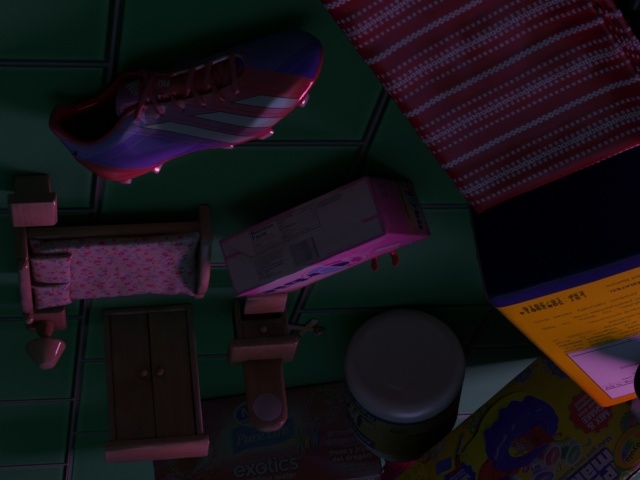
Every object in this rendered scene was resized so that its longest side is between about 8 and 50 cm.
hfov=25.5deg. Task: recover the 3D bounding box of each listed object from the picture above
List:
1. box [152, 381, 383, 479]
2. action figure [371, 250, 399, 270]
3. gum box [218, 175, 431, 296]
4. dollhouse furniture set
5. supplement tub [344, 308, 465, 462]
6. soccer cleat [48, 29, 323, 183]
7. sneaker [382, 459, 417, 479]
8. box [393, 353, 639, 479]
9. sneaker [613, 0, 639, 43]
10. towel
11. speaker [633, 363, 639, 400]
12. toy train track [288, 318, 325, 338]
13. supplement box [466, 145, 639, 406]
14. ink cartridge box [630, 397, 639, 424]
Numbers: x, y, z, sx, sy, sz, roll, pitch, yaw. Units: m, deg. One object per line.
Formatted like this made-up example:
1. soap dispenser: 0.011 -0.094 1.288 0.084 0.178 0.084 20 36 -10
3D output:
1. box: -0.071 0.296 1.914 0.300 0.142 0.154 -8 153 0
2. action figure: 0.059 0.000 1.506 0.038 0.030 0.115 -9 151 11
3. gum box: 0.000 0.000 1.416 0.188 0.062 0.107 -22 169 25
4. dollhouse furniture set: -0.156 0.087 1.459 0.303 0.173 0.355 -3 153 -9
5. supplement tub: 0.101 0.185 1.744 0.144 0.144 0.199 -7 152 -2
6. soccer cleat: -0.113 -0.118 1.182 0.248 0.083 0.095 -21 146 29
7. sneaker: 0.148 0.300 2.042 0.111 0.103 0.252 -37 149 -28
8. box: 0.251 0.282 1.742 0.290 0.177 0.279 -40 168 -3
9. sneaker: 0.232 -0.162 1.181 0.296 0.104 0.146 6 123 21
10. towel: 0.136 -0.151 1.109 0.199 0.031 0.275 -23 121 28
11. speaker: 0.378 0.152 1.424 0.136 0.055 0.055 16 144 -38
12. toy train track: -0.032 0.109 1.705 0.083 0.014 0.048 9 148 -29
13. supplement box: 0.296 0.006 1.397 0.194 0.195 0.356 -19 150 20
14. ink cartridge box: 0.493 0.094 1.585 0.275 0.239 0.060 -27 109 33
